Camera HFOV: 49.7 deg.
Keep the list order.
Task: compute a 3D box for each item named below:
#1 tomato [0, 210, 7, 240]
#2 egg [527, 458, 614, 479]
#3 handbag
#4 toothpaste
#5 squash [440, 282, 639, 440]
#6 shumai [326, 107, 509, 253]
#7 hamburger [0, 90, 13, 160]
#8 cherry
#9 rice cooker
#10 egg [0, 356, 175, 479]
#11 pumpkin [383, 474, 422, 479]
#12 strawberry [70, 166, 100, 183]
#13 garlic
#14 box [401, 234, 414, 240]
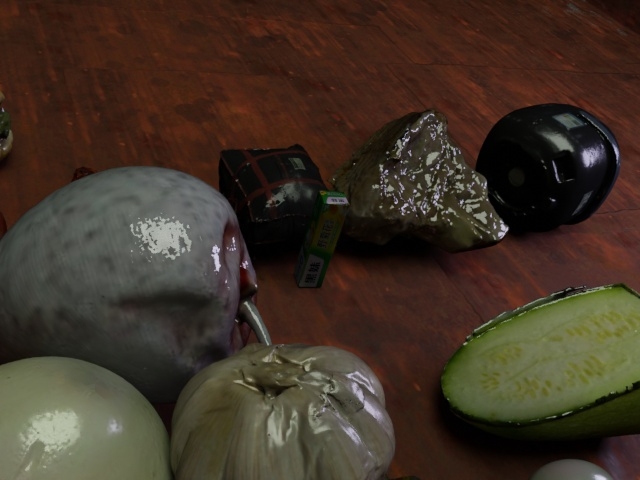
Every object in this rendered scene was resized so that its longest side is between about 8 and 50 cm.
[{"bbox_3d":[-0.566,-0.019,0.979,0.228,0.101,0.228,10,41,-9],"label":"tomato"},{"bbox_3d":[0.318,0.332,0.877,0.135,0.103,0.103,-1,41,-20],"label":"egg"},{"bbox_3d":[-0.077,-0.070,1.186,0.169,0.155,0.215,-12,46,-21],"label":"handbag"},{"bbox_3d":[0.000,0.000,1.108,0.043,0.178,0.037,1,40,-21],"label":"toothpaste"},{"bbox_3d":[0.334,0.176,1.000,0.309,0.210,0.233,7,24,-20],"label":"squash"},{"bbox_3d":[0.185,-0.077,1.298,0.283,0.217,0.346,45,47,-15],"label":"shumai"},{"bbox_3d":[-0.621,-0.200,1.133,0.209,0.162,0.330,15,33,0],"label":"hamburger"},{"bbox_3d":[-0.229,0.057,0.834,0.335,0.326,0.291,5,72,-23],"label":"cherry"},{"bbox_3d":[0.466,-0.151,1.429,0.224,0.267,0.267,-19,50,-37],"label":"rice cooker"},{"bbox_3d":[-0.235,0.194,0.656,0.264,0.174,0.286,31,6,-1],"label":"egg"},{"bbox_3d":[0.039,0.352,0.763,0.139,0.190,0.280,51,5,37],"label":"pumpkin"},{"bbox_3d":[-0.319,-0.036,1.060,0.175,0.107,0.236,26,0,11],"label":"strawberry"},{"bbox_3d":[-0.038,0.176,0.650,0.228,0.152,0.228,-14,23,6],"label":"garlic"},{"bbox_3d":[0.152,-0.036,1.341,0.082,0.023,0.051,27,37,12],"label":"box"}]
